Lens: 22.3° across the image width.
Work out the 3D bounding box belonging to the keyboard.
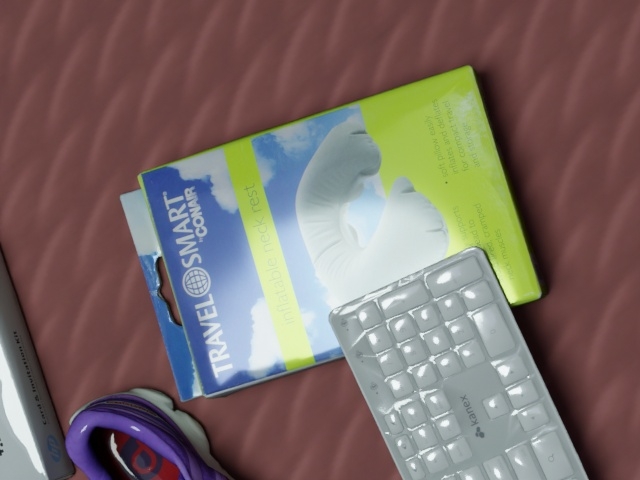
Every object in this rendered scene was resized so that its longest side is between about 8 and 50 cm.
[{"bbox_3d":[0.089,0.131,0.695,0.072,0.014,0.256,-24,95,12],"label":"keyboard"}]

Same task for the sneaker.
[{"bbox_3d":[-0.050,0.135,0.719,0.170,0.071,0.068,37,96,10],"label":"sneaker"}]

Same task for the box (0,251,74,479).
[{"bbox_3d":[-0.227,0.076,0.776,0.186,0.038,0.145,-20,85,10],"label":"box"}]

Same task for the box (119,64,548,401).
[{"bbox_3d":[0.000,0.000,0.726,0.178,0.042,0.109,-18,85,10],"label":"box"}]
